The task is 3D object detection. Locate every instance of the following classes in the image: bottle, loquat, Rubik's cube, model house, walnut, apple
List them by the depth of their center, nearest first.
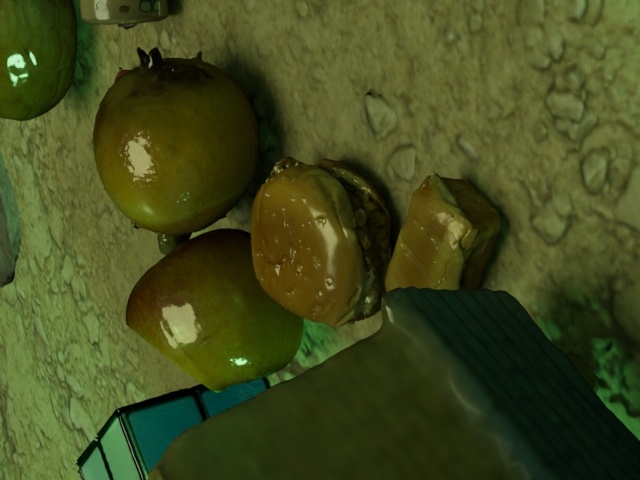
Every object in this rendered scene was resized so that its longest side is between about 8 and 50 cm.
[{"bbox_3d":[0.094,0.265,0.932,0.334,0.342,0.382,50,150,23],"label":"model house"},{"bbox_3d":[-0.096,0.073,1.285,0.147,0.163,0.146,57,-170,9],"label":"apple"},{"bbox_3d":[-0.138,-0.081,1.296,0.172,0.149,0.204,39,127,50],"label":"loquat"},{"bbox_3d":[-0.201,-0.294,1.373,0.099,0.099,0.152,19,115,54],"label":"bottle"},{"bbox_3d":[-0.128,0.258,1.406,0.180,0.167,0.183,-46,62,55],"label":"Rubik's cube"},{"bbox_3d":[-0.362,-0.239,1.588,0.167,0.167,0.207,32,130,49],"label":"walnut"}]

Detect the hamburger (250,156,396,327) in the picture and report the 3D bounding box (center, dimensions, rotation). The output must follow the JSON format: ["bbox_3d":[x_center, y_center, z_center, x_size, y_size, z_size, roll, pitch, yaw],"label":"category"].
[{"bbox_3d":[0.000,0.000,1.181,0.147,0.083,0.138,24,118,49],"label":"hamburger"}]

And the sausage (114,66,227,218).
[{"bbox_3d":[-0.156,-0.105,1.431,0.253,0.034,0.034,51,141,35],"label":"sausage"}]

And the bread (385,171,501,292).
[{"bbox_3d":[0.093,0.013,1.064,0.074,0.053,0.132,55,145,31],"label":"bread"}]
